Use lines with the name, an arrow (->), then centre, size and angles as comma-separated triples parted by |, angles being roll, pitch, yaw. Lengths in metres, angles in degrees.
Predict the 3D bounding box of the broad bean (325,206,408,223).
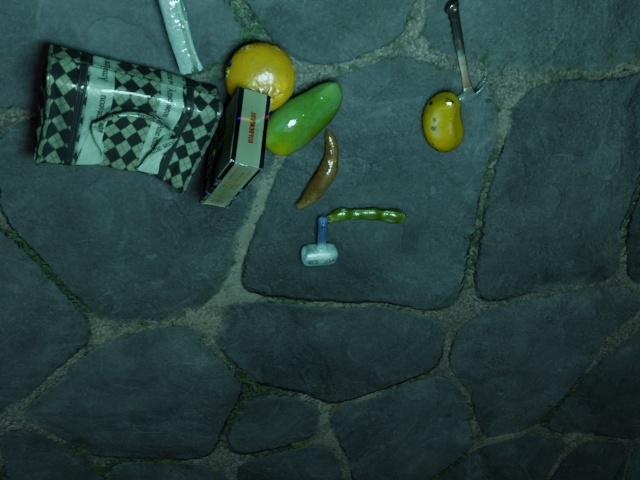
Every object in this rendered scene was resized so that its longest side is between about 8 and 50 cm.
broad bean -> 0.138, -0.076, 2.006 | 0.257, 0.052, 0.052 | -1, 86, -8

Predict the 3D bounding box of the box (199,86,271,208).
box -> -0.216, -0.221, 1.644 | 0.084, 0.198, 0.310 | 11, 161, -21

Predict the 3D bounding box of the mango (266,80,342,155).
mango -> -0.048, -0.324, 1.733 | 0.251, 0.114, 0.156 | -42, 158, 4

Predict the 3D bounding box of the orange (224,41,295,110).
orange -> -0.150, -0.403, 1.644 | 0.178, 0.155, 0.177 | -6, 115, -13

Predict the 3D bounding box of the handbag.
handbag -> -0.490, -0.281, 1.662 | 0.417, 0.180, 0.316 | 9, 132, -23

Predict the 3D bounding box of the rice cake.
rice cake -> -0.348, -0.553, 1.544 | 0.063, 0.066, 0.336 | -19, 129, -9

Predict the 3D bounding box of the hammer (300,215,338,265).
hammer -> 0.000, 0.000, 2.007 | 0.116, 0.069, 0.193 | -3, 136, -8

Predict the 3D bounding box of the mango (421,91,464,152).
mango -> 0.336, -0.327, 1.827 | 0.115, 0.090, 0.178 | 9, 135, 31

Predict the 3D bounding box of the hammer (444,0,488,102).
hammer -> 0.372, -0.497, 1.753 | 0.111, 0.033, 0.287 | -20, 127, 4

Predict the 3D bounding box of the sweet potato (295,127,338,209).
sweet potato -> 0.006, -0.192, 1.890 | 0.078, 0.058, 0.255 | 23, 116, -2
